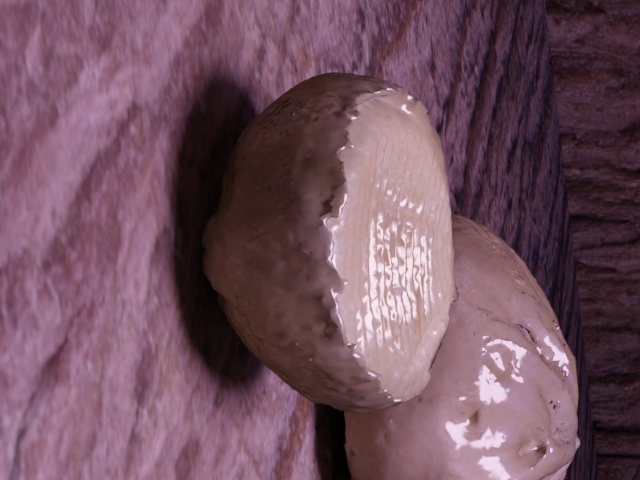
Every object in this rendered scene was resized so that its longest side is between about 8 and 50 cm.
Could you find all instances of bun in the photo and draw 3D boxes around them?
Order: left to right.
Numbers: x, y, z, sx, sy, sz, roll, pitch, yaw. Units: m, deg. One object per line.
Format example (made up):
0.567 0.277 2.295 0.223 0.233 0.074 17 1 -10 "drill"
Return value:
0.000 0.000 1.015 0.259 0.152 0.259 5 85 -62 "bun"
0.137 0.131 1.355 0.362 0.234 0.326 -31 113 -79 "bun"
